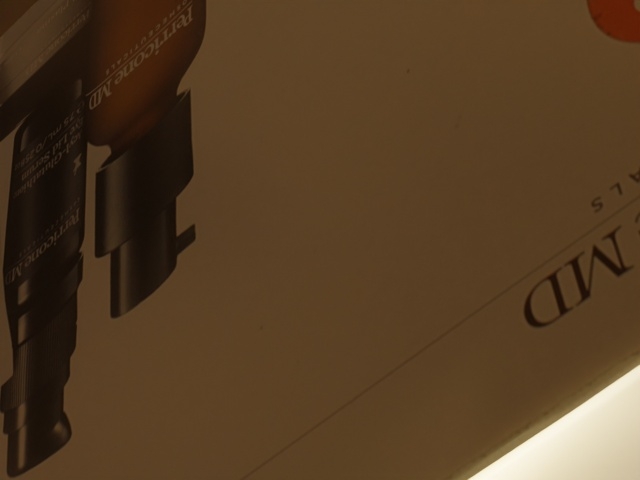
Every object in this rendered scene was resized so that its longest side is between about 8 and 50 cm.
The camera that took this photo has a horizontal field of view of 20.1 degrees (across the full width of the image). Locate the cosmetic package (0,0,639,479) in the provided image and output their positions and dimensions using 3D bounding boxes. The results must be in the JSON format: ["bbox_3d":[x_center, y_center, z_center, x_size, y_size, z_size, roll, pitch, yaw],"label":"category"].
[{"bbox_3d":[0.000,0.000,0.469,0.377,0.097,0.284,-38,-142,27],"label":"cosmetic package"}]
